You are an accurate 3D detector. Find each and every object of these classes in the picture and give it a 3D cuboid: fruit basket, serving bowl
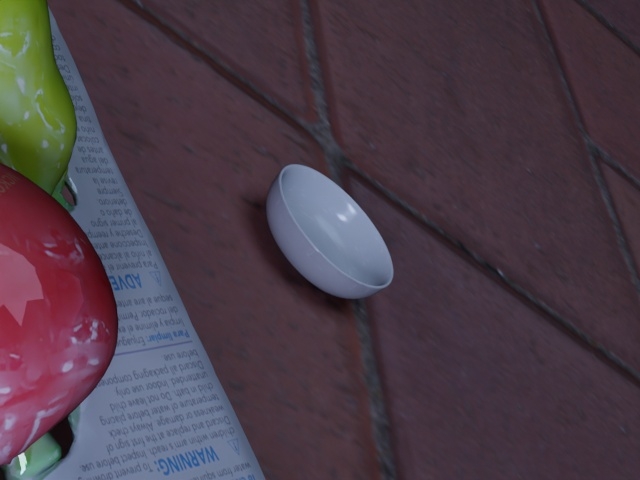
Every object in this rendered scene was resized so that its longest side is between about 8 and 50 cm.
[{"bbox_3d":[-0.165,-0.015,0.631,0.327,0.165,0.353,-6,73,-62],"label":"fruit basket"},{"bbox_3d":[0.000,0.000,1.002,0.083,0.027,0.083,39,24,-21],"label":"serving bowl"}]
